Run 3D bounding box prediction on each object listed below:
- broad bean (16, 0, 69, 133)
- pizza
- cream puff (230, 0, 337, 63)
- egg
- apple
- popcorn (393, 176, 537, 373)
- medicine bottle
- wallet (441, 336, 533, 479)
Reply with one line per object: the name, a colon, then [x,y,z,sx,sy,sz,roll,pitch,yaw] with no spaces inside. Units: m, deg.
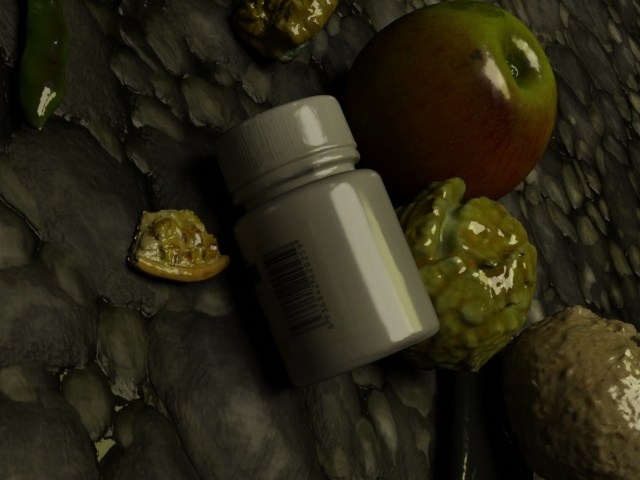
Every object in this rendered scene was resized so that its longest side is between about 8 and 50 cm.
broad bean: [-0.324,-0.231,1.366,0.065,0.046,0.254,17,54,-41]
pizza: [-0.173,0.004,1.434,0.160,0.036,0.099,4,66,-54]
cream puff: [-0.055,-0.338,1.743,0.116,0.146,0.146,36,40,-12]
egg: [0.413,0.254,1.783,0.279,0.279,0.310,-12,67,-56]
apple: [0.212,-0.216,1.870,0.339,0.340,0.339,33,45,-40]
popcorn: [0.184,0.059,1.714,0.282,0.247,0.282,29,35,-22]
medicine bottle: [0.000,0.000,1.523,0.208,0.208,0.339,-13,80,-57]
wallet: [0.267,0.304,1.833,0.228,0.062,0.406,40,41,-34]
